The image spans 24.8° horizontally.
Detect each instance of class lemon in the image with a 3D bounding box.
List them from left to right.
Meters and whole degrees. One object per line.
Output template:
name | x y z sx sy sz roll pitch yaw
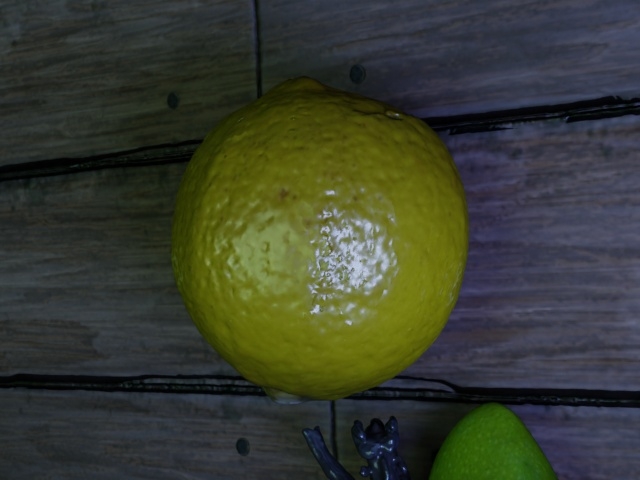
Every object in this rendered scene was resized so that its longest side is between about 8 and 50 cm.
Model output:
lemon | 0.000 -0.002 1.297 0.293 0.293 0.293 3 95 38

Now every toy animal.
toy animal | 0.053 0.252 1.343 0.148 0.085 0.232 -124 18 -62

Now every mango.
mango | 0.169 0.309 1.244 0.192 0.156 0.343 -30 67 56
